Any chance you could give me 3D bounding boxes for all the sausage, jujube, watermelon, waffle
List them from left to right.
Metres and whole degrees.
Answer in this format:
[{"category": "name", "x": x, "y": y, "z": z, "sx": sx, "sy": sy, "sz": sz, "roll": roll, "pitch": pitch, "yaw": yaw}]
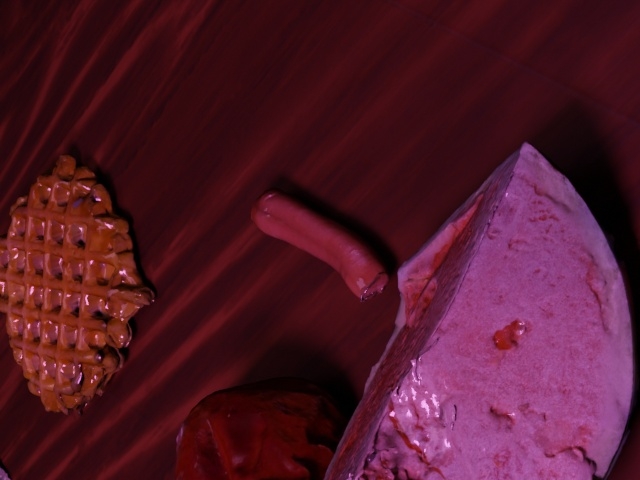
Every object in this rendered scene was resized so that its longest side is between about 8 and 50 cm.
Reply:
[{"category": "waffle", "x": -0.272, "y": 0.049, "z": 1.647, "sx": 0.245, "sy": 0.052, "sz": 0.254, "roll": -50, "pitch": 56, "yaw": 36}, {"category": "jujube", "x": -0.020, "y": 0.271, "z": 1.274, "sx": 0.216, "sy": 0.216, "sz": 0.342, "roll": -46, "pitch": 46, "yaw": 39}, {"category": "sausage", "x": 0.000, "y": 0.001, "z": 1.338, "sx": 0.176, "sy": 0.047, "sz": 0.040, "roll": 33, "pitch": 131, "yaw": 44}, {"category": "watermelon", "x": 0.114, "y": 0.089, "z": 1.116, "sx": 0.224, "sy": 0.180, "sz": 0.305, "roll": 21, "pitch": 83, "yaw": 35}]

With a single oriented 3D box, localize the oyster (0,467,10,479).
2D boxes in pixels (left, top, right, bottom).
[{"category": "oyster", "x": -0.386, "y": 0.285, "z": 1.802, "sx": 0.098, "sy": 0.037, "sz": 0.100, "roll": -14, "pitch": 59, "yaw": 29}]
